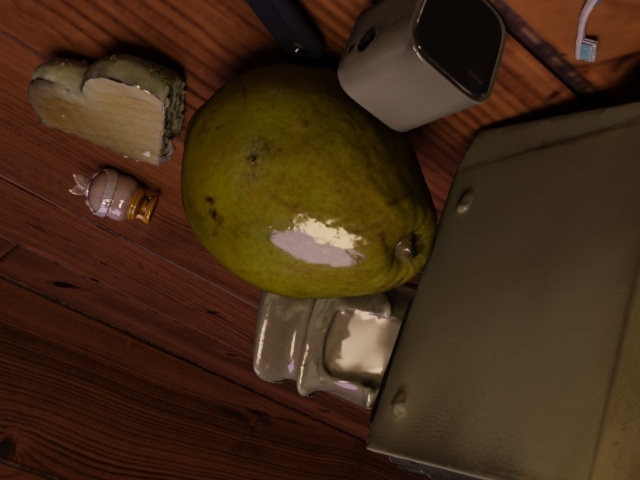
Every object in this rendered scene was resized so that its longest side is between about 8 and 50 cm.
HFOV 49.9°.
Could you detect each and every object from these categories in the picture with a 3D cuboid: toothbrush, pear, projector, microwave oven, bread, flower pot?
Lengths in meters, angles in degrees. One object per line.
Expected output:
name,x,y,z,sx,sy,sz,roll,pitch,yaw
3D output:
toothbrush,0.176,-0.170,0.437,0.017,0.014,0.162,27,163,25
pear,-0.016,-0.051,0.622,0.269,0.212,0.212,39,173,37
projector,0.074,-0.137,0.506,0.083,0.083,0.082,32,155,-27
microwave oven,0.283,0.111,0.600,0.394,0.332,0.247,31,161,-25
bread,-0.215,-0.147,0.768,0.232,0.064,0.172,4,154,39
flower pot,0.096,0.133,0.945,0.368,0.164,0.254,11,-177,1

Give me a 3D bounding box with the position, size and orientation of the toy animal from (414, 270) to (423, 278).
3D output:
toy animal,0.006,-0.019,0.890,0.260,0.087,0.243,17,174,-4

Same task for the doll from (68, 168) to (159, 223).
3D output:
doll,-0.310,-0.070,1.039,0.127,0.073,0.084,21,-170,-8

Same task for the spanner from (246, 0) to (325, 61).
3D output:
spanner,-0.085,-0.230,0.484,0.087,0.024,0.316,6,157,33
